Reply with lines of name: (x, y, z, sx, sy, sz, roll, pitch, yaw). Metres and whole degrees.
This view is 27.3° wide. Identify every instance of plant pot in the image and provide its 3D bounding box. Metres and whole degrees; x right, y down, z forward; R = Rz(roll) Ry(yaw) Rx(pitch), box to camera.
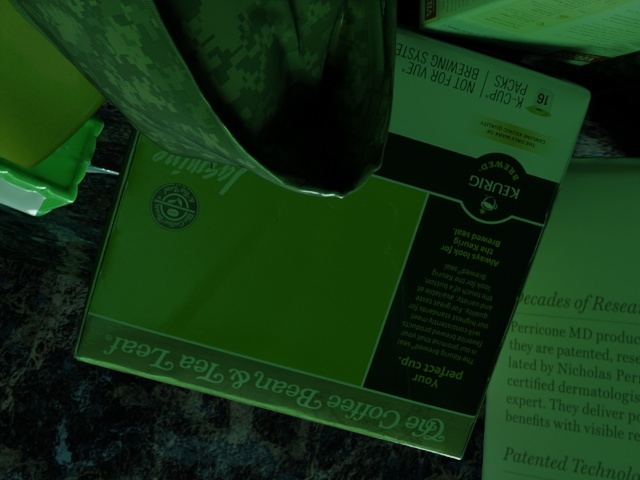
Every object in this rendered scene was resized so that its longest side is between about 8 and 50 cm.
plant pot: (-0.239, -0.208, 1.025, 0.187, 0.212, 0.212, -16, 150, 41)

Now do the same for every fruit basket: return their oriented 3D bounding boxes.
fruit basket: (-0.438, -0.130, 1.604, 0.327, 0.165, 0.353, 24, 166, -39)

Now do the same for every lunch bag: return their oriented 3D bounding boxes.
lunch bag: (-0.083, -0.162, 0.813, 0.235, 0.169, 0.287, 19, 144, 58)

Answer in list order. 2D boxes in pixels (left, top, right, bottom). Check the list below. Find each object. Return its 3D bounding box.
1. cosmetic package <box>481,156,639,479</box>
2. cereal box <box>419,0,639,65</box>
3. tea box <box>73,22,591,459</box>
cosmetic package: (0.375, 0.131, 1.222, 0.327, 0.393, 0.329, 2, 179, 41)
cereal box: (0.209, -0.179, 0.940, 0.173, 0.047, 0.240, 6, 173, -34)
tea box: (-0.003, -0.034, 1.104, 0.329, 0.323, 0.220, 17, -170, -11)
